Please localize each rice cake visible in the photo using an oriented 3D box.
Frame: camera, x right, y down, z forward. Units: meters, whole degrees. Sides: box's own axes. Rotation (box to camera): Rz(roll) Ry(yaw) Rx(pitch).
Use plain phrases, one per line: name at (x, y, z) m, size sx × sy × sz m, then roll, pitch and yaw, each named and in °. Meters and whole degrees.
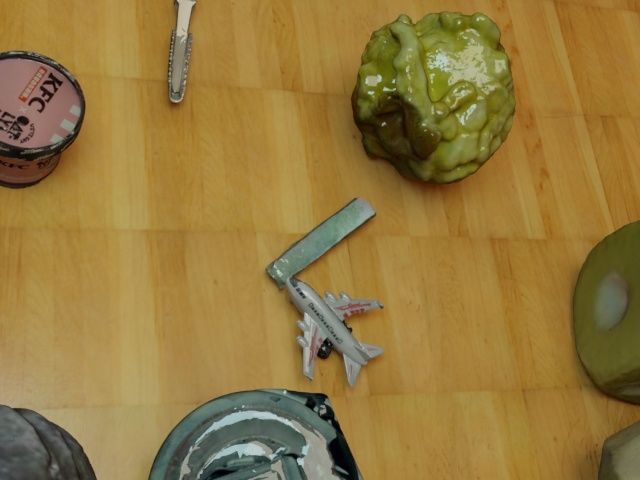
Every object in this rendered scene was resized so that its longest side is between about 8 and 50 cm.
rice cake at (0.000, 0.000, 1.389) m, size 0.211 × 0.034 × 0.043 m, roll -37°, pitch 92°, yaw -31°

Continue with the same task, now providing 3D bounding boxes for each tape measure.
tape measure at (-0.070, 0.303, 1.120) m, size 0.275 × 0.147 × 0.256 m, roll -23°, pitch 76°, yaw -9°

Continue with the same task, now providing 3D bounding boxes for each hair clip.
hair clip at (-0.214, -0.306, 1.444) m, size 0.034 × 0.072 × 0.226 m, roll 7°, pitch 73°, yaw -13°

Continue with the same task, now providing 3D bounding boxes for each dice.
dice at (0.539, 0.113, 1.433) m, size 0.233 × 0.227 × 0.238 m, roll 14°, pitch 63°, yaw -15°

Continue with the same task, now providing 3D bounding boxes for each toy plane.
toy plane at (0.010, 0.118, 1.319) m, size 0.171 × 0.065 × 0.162 m, roll 44°, pitch 59°, yaw 5°

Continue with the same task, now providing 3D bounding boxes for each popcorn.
popcorn at (0.166, -0.224, 1.438) m, size 0.237 × 0.293 × 0.293 m, roll -37°, pitch 83°, yaw -12°

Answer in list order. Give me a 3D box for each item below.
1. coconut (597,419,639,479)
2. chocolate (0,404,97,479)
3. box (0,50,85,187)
coconut at (0.499, 0.354, 1.307) m, size 0.259 × 0.259 × 0.259 m, roll 8°, pitch 64°, yaw -17°
chocolate at (-0.342, 0.298, 0.998) m, size 0.303 × 0.303 × 0.213 m, roll 34°, pitch 33°, yaw -4°
box at (-0.399, -0.153, 1.248) m, size 0.151 × 0.135 × 0.151 m, roll 11°, pitch 62°, yaw -20°
